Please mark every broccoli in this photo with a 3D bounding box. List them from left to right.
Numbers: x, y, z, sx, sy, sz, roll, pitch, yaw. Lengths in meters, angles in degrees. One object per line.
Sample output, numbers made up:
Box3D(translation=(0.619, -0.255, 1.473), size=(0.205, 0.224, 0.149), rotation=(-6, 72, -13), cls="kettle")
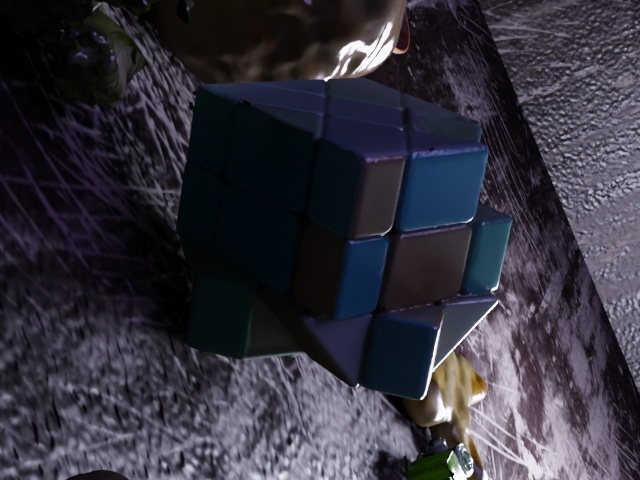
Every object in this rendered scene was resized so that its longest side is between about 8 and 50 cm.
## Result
Box3D(translation=(-0.099, -0.218, 1.014), size=(0.243, 0.247, 0.263), rotation=(13, 75, -62), cls="broccoli")

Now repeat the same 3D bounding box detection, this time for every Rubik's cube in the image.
Box3D(translation=(0.000, 0.000, 1.122), size=(0.224, 0.265, 0.213), rotation=(-8, 116, -42), cls="Rubik's cube")

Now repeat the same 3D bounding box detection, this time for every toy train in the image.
Box3D(translation=(0.144, 0.289, 1.469), size=(0.202, 0.060, 0.081), rotation=(66, 23, -9), cls="toy train")

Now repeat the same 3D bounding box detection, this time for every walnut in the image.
Box3D(translation=(-0.035, -0.251, 1.283), size=(0.273, 0.273, 0.227), rotation=(61, -14, -22), cls="walnut")

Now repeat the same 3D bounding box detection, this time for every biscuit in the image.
Box3D(translation=(0.130, 0.157, 1.612), size=(0.164, 0.047, 0.208), rotation=(62, 17, -23), cls="biscuit")

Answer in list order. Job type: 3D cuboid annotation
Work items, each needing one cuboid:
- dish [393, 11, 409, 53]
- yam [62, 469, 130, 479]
Box3D(translation=(0.018, -0.334, 1.828), size=(0.260, 0.085, 0.260), rotation=(-20, 90, -74), cls="dish")
Box3D(translation=(-0.160, 0.136, 0.677), size=(0.300, 0.066, 0.066), rotation=(22, 48, -71), cls="yam")
